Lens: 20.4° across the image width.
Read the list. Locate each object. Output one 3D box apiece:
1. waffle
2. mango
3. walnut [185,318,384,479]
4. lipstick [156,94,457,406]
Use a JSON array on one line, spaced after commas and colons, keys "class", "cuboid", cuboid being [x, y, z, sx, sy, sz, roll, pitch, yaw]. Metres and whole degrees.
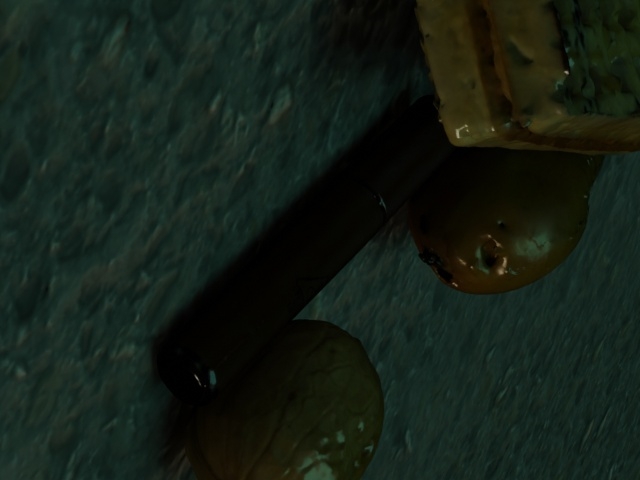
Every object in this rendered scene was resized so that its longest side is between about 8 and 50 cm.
[{"class": "waffle", "cuboid": [0.189, -0.200, 1.383, 0.376, 0.114, 0.261, -3, 83, -62]}, {"class": "mango", "cuboid": [0.172, -0.047, 1.549, 0.248, 0.156, 0.151, -35, 142, -48]}, {"class": "walnut", "cuboid": [-0.024, 0.138, 1.350, 0.180, 0.144, 0.144, -53, 153, -34]}, {"class": "lipstick", "cuboid": [0.000, 0.000, 1.365, 0.357, 0.057, 0.057, -46, 149, -38]}]
